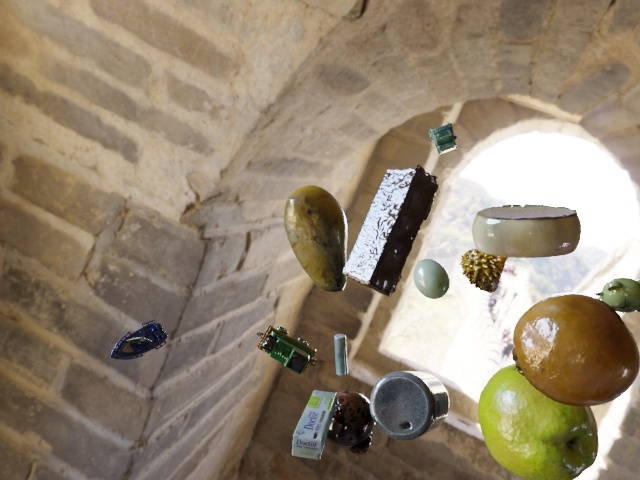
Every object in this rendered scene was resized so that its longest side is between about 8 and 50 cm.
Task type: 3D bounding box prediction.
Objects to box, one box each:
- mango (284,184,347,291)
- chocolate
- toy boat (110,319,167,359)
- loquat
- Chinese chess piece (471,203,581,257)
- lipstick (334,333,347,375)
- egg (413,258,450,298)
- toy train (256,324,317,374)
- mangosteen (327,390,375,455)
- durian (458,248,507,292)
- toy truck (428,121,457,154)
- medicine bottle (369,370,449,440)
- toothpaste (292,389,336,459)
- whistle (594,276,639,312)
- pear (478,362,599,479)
[{"bbox_3d":[-0.003,-0.004,1.440,0.176,0.329,0.176,-20,28,-9],"label":"mango"},{"bbox_3d":[0.169,-0.033,1.178,0.112,0.320,0.112,15,-12,47],"label":"chocolate"},{"bbox_3d":[-0.530,0.294,1.411,0.175,0.110,0.091,-27,81,-40],"label":"toy boat"},{"bbox_3d":[0.713,0.306,1.363,0.329,0.328,0.328,21,7,-3],"label":"loquat"},{"bbox_3d":[0.548,-0.030,1.295,0.271,0.111,0.270,-4,10,1],"label":"Chinese chess piece"},{"bbox_3d":[0.081,0.452,1.910,0.048,0.157,0.048,-3,9,1],"label":"lipstick"},{"bbox_3d":[0.486,0.167,2.112,0.150,0.149,0.192,16,45,-38],"label":"egg"},{"bbox_3d":[-0.112,0.366,1.605,0.228,0.091,0.136,30,5,-5],"label":"toy train"},{"bbox_3d":[0.101,0.635,1.701,0.210,0.209,0.210,21,7,-3],"label":"mangosteen"},{"bbox_3d":[0.677,0.141,2.026,0.192,0.112,0.341,5,-27,12],"label":"durian"},{"bbox_3d":[0.367,-0.303,1.452,0.067,0.081,0.175,-18,4,11],"label":"toy truck"},{"bbox_3d":[0.222,0.379,1.129,0.142,0.141,0.293,25,-3,28],"label":"medicine bottle"},{"bbox_3d":[-0.011,0.550,1.468,0.081,0.067,0.336,4,4,9],"label":"toothpaste"},{"bbox_3d":[0.977,0.171,1.441,0.289,0.106,0.131,5,-34,13],"label":"whistle"},{"bbox_3d":[0.713,0.601,1.577,0.392,0.390,0.391,21,7,-3],"label":"pear"}]
